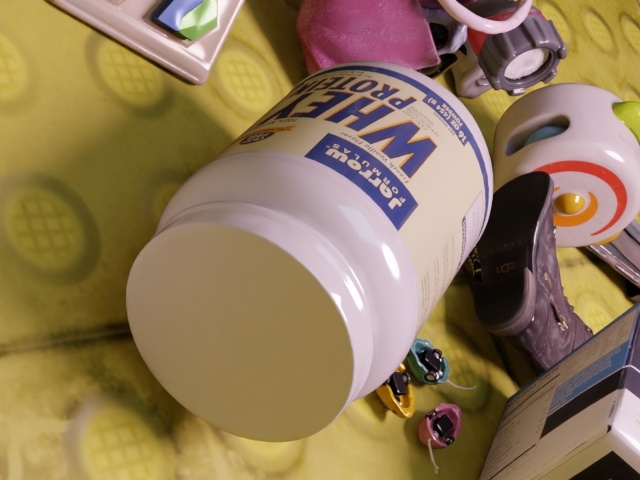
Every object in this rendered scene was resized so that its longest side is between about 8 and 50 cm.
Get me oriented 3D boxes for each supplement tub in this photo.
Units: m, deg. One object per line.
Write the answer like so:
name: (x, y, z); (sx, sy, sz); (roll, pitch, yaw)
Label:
supplement tub: (0.000, 0.000, 0.987); (0.235, 0.235, 0.325); (51, 37, -8)

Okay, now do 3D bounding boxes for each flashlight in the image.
flashlight: (0.201, -0.325, 1.413); (0.103, 0.103, 0.304); (-12, 61, -16)

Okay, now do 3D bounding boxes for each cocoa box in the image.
cocoa box: (0.363, 0.281, 1.156); (0.347, 0.231, 0.228); (41, 38, -4)

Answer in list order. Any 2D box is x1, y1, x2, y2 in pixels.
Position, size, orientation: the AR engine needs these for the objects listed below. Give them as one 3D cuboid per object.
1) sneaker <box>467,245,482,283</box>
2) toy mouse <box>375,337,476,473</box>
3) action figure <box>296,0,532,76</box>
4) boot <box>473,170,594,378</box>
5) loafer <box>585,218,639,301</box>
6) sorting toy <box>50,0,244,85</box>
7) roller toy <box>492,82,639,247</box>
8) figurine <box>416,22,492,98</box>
sneaker: (0.194, 0.026, 1.356); (0.083, 0.032, 0.037); (52, 37, -6)
toy mouse: (0.108, 0.160, 1.163); (0.143, 0.031, 0.161); (1, 64, -48)
action figure: (0.017, -0.337, 1.245); (0.248, 0.275, 0.370); (-48, 116, -46)
boot: (0.273, 0.074, 1.354); (0.229, 0.091, 0.263); (45, 47, -36)
loafer: (0.452, 0.041, 1.617); (0.267, 0.084, 0.096); (46, 7, -20)
sorting toy: (-0.147, -0.285, 1.110); (0.193, 0.038, 0.208); (27, 83, -33)
roller toy: (0.317, -0.089, 1.451); (0.191, 0.209, 0.146); (10, 48, -2)
figurine: (0.152, -0.307, 1.514); (0.214, 0.092, 0.210); (1, 59, -49)
